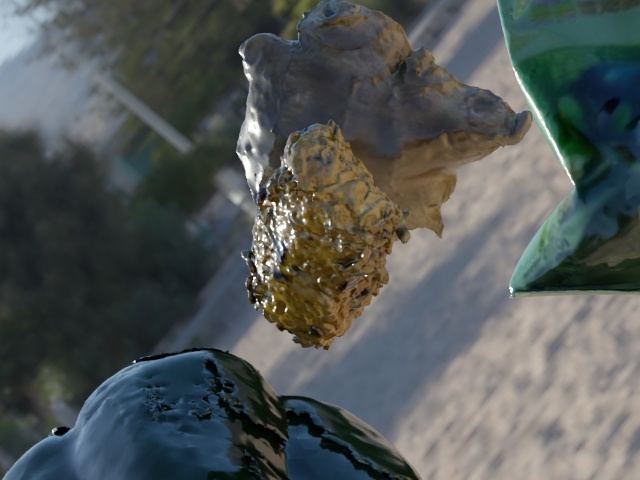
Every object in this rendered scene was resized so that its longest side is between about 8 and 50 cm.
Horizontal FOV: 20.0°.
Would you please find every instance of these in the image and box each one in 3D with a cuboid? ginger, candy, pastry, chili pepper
[{"bbox_3d":[0.054,-0.100,1.526,0.270,0.219,0.123,-11,13,22],"label":"ginger"},{"bbox_3d":[0.287,-0.135,1.651,0.172,0.262,0.398,-83,-11,-87],"label":"candy"},{"bbox_3d":[0.000,0.000,0.936,0.056,0.080,0.140,-44,-8,-33],"label":"pastry"},{"bbox_3d":[-0.069,0.201,1.002,0.249,0.233,0.257,-59,15,8],"label":"chili pepper"}]
